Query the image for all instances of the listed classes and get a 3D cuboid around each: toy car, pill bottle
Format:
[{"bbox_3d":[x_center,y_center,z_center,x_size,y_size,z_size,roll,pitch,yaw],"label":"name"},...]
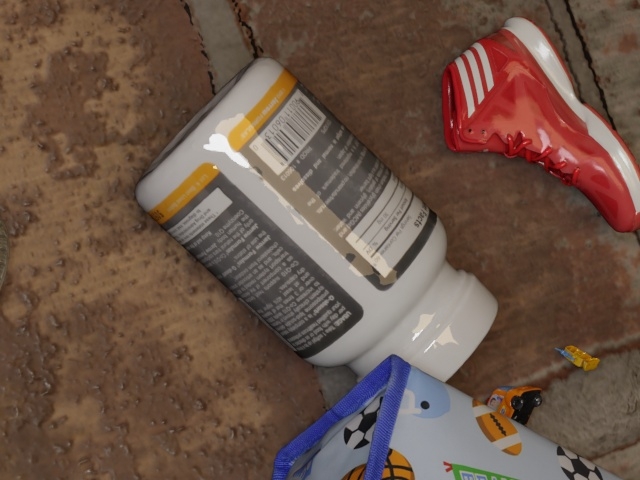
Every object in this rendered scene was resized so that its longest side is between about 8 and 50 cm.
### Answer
[{"bbox_3d":[0.188,0.134,1.466,0.122,0.060,0.040,-22,43,-41],"label":"toy car"},{"bbox_3d":[0.000,0.000,1.339,0.278,0.162,0.162,44,67,-9],"label":"pill bottle"}]

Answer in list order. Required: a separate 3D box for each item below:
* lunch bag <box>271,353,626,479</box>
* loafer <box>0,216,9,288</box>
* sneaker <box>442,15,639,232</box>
[{"bbox_3d":[0.097,0.341,1.234,0.328,0.239,0.385,26,47,-15],"label":"lunch bag"},{"bbox_3d":[-0.316,0.077,1.236,0.102,0.092,0.268,31,53,-15],"label":"loafer"},{"bbox_3d":[0.186,-0.079,1.486,0.128,0.087,0.221,-32,79,-16],"label":"sneaker"}]
